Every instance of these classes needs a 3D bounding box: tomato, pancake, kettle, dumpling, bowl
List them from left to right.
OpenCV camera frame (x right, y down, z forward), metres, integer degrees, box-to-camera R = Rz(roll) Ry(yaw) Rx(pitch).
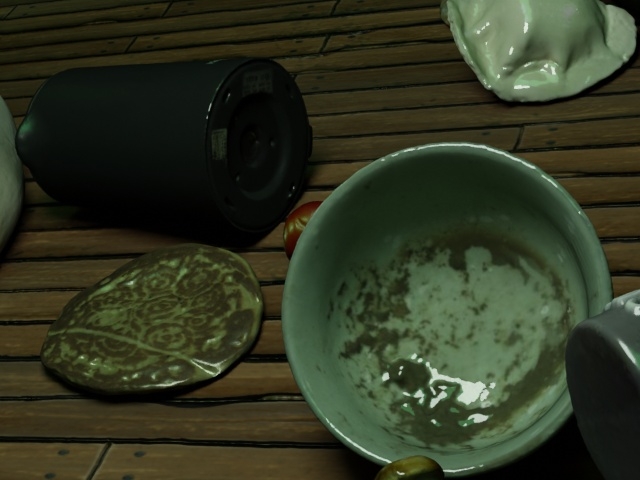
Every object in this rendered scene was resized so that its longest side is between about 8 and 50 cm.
[{"bbox_3d":[-0.177,0.084,1.340,0.250,0.031,0.250,-11,34,7],"label":"pancake"},{"bbox_3d":[-0.178,-0.139,1.527,0.308,0.203,0.262,6,40,34],"label":"kettle"},{"bbox_3d":[0.000,0.000,1.353,0.087,0.087,0.075,-3,63,17],"label":"tomato"},{"bbox_3d":[0.124,0.068,1.100,0.289,0.146,0.289,-5,76,21],"label":"bowl"},{"bbox_3d":[0.287,-0.252,1.602,0.252,0.131,0.179,6,53,-6],"label":"dumpling"}]

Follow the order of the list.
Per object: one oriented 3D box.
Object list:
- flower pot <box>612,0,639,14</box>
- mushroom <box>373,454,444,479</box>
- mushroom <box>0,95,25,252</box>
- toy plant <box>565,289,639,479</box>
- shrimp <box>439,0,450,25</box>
[{"bbox_3d":[0.478,-0.405,1.592,0.379,0.379,0.251,-28,15,-19],"label":"flower pot"},{"bbox_3d":[0.084,0.287,0.872,0.087,0.107,0.333,10,30,-11],"label":"mushroom"},{"bbox_3d":[-0.460,-0.059,1.584,0.177,0.126,0.397,-28,34,-2],"label":"mushroom"},{"bbox_3d":[0.395,0.065,0.932,0.400,0.279,0.185,-17,43,-13],"label":"toy plant"},{"bbox_3d":[0.296,-0.351,1.771,0.289,0.075,0.178,7,47,29],"label":"shrimp"}]
